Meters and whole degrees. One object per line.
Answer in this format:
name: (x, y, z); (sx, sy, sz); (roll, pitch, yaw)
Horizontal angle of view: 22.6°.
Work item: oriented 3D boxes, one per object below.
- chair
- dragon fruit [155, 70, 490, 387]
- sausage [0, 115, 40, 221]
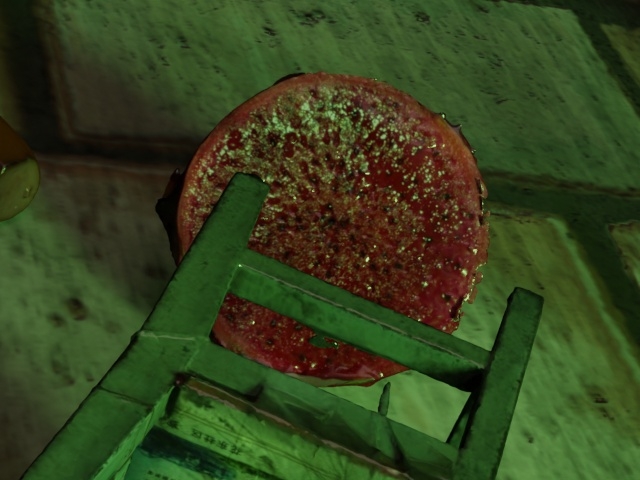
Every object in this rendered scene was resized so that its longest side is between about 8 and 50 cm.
chair: (-0.025, 0.110, 0.566); (0.147, 0.136, 0.270); (24, 33, 3)
dragon fruit: (0.000, 0.000, 0.771); (0.153, 0.153, 0.111); (26, -8, 3)
sausage: (-0.188, -0.062, 0.783); (0.041, 0.039, 0.131); (-21, 55, -42)
